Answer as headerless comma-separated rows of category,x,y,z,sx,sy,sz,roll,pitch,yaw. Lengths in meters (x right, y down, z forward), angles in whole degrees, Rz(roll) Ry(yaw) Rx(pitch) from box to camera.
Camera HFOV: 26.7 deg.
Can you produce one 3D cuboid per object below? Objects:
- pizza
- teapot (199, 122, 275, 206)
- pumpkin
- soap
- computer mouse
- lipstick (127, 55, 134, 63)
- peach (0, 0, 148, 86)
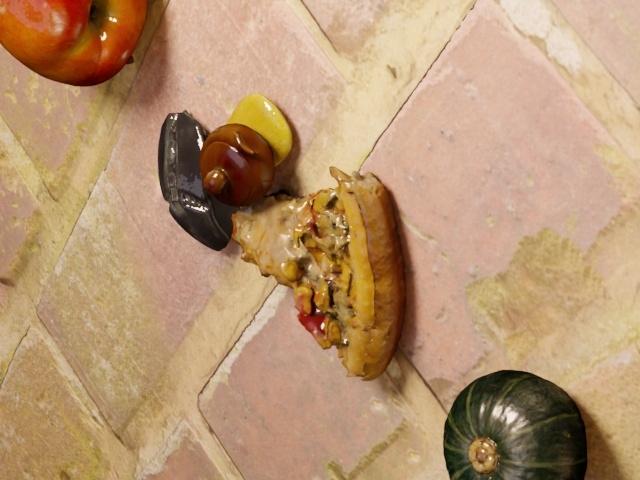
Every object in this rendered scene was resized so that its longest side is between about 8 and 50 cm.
pizza,0.000,0.000,1.581,0.288,0.074,0.251,43,137,24
teapot,-0.104,-0.086,1.593,0.098,0.078,0.129,49,144,4
pumpkin,0.203,0.218,1.411,0.167,0.125,0.167,4,97,32
soap,-0.084,-0.116,1.644,0.089,0.033,0.168,57,145,9
computer mouse,-0.168,-0.071,1.753,0.106,0.062,0.192,1,113,51
lipstick,-0.292,-0.269,1.812,0.129,0.030,0.030,38,137,31
peach,-0.327,-0.309,1.690,0.243,0.199,0.243,43,155,25
